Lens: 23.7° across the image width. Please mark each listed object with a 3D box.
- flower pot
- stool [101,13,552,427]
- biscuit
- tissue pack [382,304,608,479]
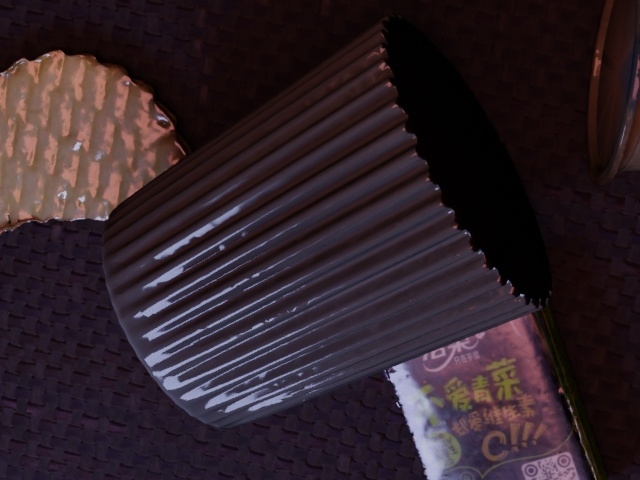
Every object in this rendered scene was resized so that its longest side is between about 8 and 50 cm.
[{"bbox_3d":[0.352,-0.147,1.362,0.203,0.212,0.212,4,104,-3],"label":"flower pot"},{"bbox_3d":[0.000,0.000,1.408,0.330,0.297,0.297,-29,96,19],"label":"stool"},{"bbox_3d":[-0.264,-0.102,1.562,0.274,0.036,0.187,-5,103,12],"label":"biscuit"},{"bbox_3d":[0.172,0.169,1.523,0.173,0.073,0.235,-19,99,14],"label":"tissue pack"}]
